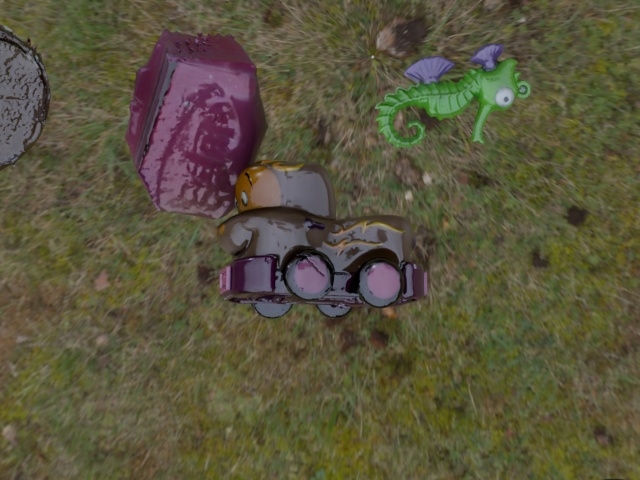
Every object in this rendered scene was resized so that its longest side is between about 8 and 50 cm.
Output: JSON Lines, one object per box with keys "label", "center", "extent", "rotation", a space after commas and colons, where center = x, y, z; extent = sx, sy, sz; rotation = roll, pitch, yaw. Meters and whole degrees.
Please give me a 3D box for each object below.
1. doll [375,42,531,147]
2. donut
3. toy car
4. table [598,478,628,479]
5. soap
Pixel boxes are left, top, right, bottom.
{"label": "doll", "center": [0.155, -0.164, 1.222], "extent": [0.190, 0.050, 0.115], "rotation": [-13, 94, -5]}
{"label": "donut", "center": [-0.539, -0.213, 1.566], "extent": [0.270, 0.103, 0.269], "rotation": [-18, 129, -24]}
{"label": "toy car", "center": [0.000, 0.000, 1.684], "extent": [0.341, 0.271, 0.240], "rotation": [4, 80, -17]}
{"label": "table", "center": [0.203, 0.233, 0.710], "extent": [0.134, 0.043, 0.133], "rotation": [-4, 99, -25]}
{"label": "soap", "center": [-0.210, -0.181, 1.729], "extent": [0.220, 0.127, 0.324], "rotation": [5, 129, -26]}
